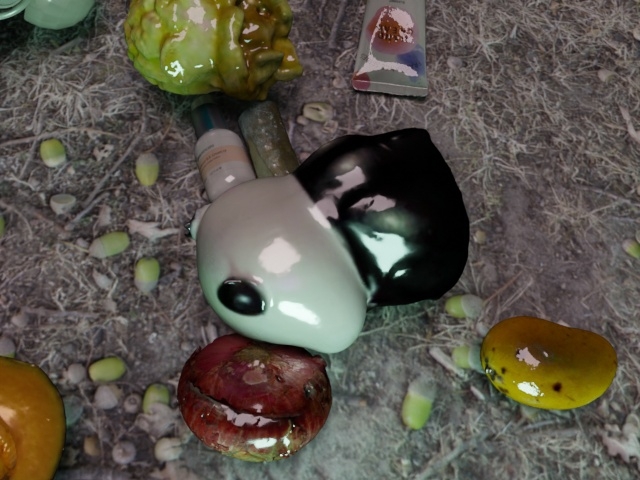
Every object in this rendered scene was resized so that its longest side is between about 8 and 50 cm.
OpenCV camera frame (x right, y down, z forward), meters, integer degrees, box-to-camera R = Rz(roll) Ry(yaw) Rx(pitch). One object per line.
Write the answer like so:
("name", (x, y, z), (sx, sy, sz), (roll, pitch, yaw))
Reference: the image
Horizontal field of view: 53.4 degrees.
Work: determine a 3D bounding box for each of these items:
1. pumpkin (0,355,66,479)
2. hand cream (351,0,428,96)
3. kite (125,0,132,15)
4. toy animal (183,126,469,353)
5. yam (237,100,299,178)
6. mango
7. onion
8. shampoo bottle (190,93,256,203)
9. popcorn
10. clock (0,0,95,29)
("pumpkin", (-0.404, 0.222, 0.749), (0.254, 0.130, 0.149), (33, 39, 6))
("hand cream", (0.126, -0.395, 1.064), (0.124, 0.078, 0.341), (6, 70, -1))
("kite", (-0.238, -0.489, 1.008), (0.152, 0.286, 0.015), (5, 23, 1))
("toy animal", (0.000, 0.000, 0.788), (0.309, 0.251, 0.251), (-20, 69, -19))
("yam", (-0.070, -0.122, 0.930), (0.068, 0.068, 0.169), (-16, 67, -10))
("mango", (0.294, 0.159, 0.815), (0.178, 0.090, 0.115), (14, 58, -6))
("onion", (-0.080, 0.194, 0.759), (0.184, 0.147, 0.184), (12, 30, -7))
("shampoo bottle", (-0.149, -0.136, 0.926), (0.074, 0.074, 0.192), (-17, 63, -10))
("popcorn", (-0.152, -0.310, 0.916), (0.259, 0.259, 0.212), (-4, 108, -5))
("clock", (-0.527, -0.466, 0.936), (0.326, 0.184, 0.342), (50, 33, 19))
